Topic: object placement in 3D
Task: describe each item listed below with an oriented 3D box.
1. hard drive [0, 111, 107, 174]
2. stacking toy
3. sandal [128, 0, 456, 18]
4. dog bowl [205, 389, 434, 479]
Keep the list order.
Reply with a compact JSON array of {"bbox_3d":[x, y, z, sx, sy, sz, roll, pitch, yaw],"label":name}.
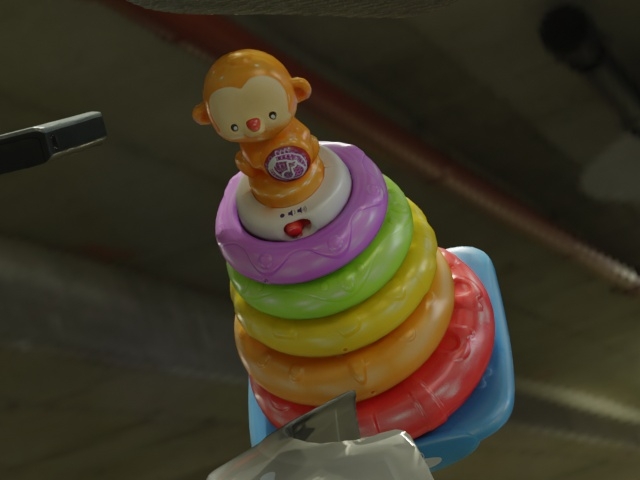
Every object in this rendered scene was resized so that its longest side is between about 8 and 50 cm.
[{"bbox_3d":[-0.183,-0.050,1.085,0.094,0.022,0.135,-14,5,8],"label":"hard drive"},{"bbox_3d":[0.000,0.000,1.125,0.175,0.165,0.302,-13,-44,11],"label":"stacking toy"},{"bbox_3d":[-0.027,-0.174,1.147,0.254,0.054,0.097,0,-13,-37],"label":"sandal"},{"bbox_3d":[0.034,0.252,0.987,0.102,0.348,0.349,-18,-14,-7],"label":"dog bowl"}]
